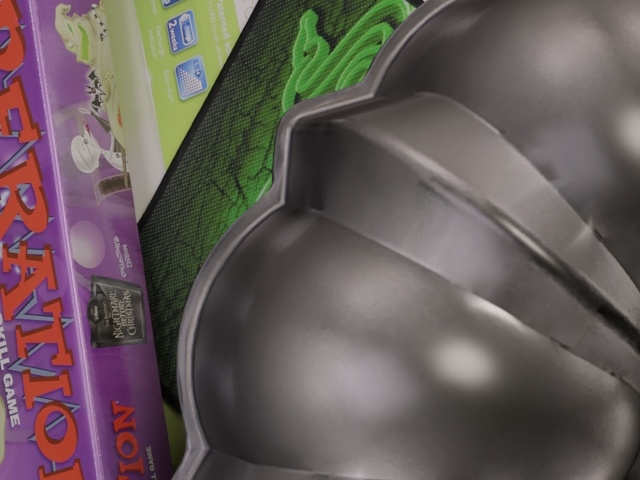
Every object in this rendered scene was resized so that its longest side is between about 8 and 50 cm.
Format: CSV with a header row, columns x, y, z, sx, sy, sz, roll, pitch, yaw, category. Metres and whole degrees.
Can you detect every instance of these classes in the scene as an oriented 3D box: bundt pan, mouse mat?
x,y,z,sx,sy,sz,roll,pitch,yaw,category
0.120,0.065,0.465,0.331,0.124,0.330,0,87,-5,bundt pan
0.000,0.000,0.632,0.152,0.007,0.189,41,111,28,mouse mat

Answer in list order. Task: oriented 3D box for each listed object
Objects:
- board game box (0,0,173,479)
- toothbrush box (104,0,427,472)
x,y,z,sx,sy,sz,roll,pitch,yaw,category
-0.157,0.031,0.720,0.208,0.056,0.346,-15,80,35,board game box
-0.025,-0.015,0.728,0.283,0.122,0.206,-18,78,33,toothbrush box
